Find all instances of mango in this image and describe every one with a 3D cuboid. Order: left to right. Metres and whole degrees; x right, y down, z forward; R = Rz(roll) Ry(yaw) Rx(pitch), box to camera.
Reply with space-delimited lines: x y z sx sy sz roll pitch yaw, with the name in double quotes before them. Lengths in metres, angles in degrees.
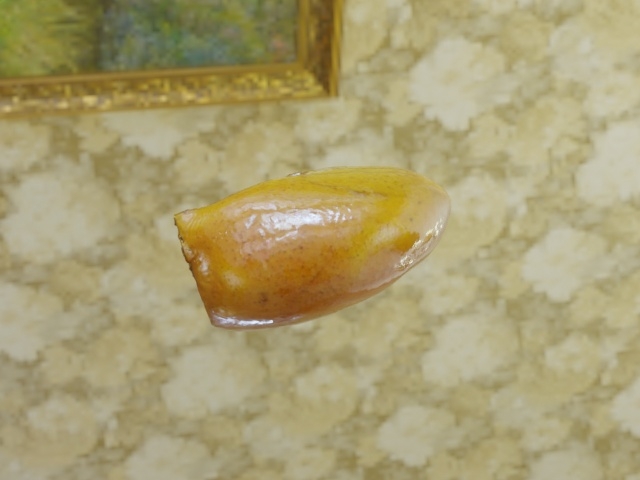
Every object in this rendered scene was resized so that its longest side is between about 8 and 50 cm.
"mango" 0.000 0.000 1.185 0.154 0.252 0.126 179 -104 -70
